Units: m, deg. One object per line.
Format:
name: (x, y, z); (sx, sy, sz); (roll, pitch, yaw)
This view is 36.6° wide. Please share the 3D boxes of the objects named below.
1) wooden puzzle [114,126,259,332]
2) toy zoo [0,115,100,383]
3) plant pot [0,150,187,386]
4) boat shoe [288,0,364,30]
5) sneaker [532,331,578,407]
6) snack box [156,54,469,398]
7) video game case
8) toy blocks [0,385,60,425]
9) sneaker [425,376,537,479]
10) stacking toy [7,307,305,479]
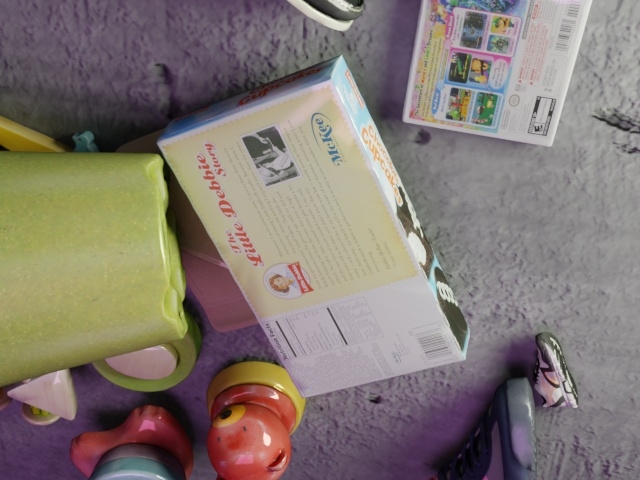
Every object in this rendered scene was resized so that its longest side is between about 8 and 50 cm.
wooden puzzle: (-0.072, -0.027, 1.011); (0.221, 0.044, 0.238); (-17, 116, 23)
toy zoo: (-0.325, -0.002, 1.050); (0.192, 0.030, 0.293); (34, 110, -8)
plant pot: (-0.262, 0.021, 0.913); (0.254, 0.276, 0.276); (-6, 125, -4)
boat shoe: (-0.034, -0.274, 0.794); (0.079, 0.084, 0.233); (-29, 112, 29)
sneaker: (0.250, 0.146, 1.061); (0.044, 0.040, 0.109); (-12, 121, 22)
snack box: (0.000, 0.000, 0.945); (0.187, 0.060, 0.322); (-17, 116, 22)
video game case: (0.155, -0.165, 0.871); (0.143, 0.019, 0.157); (11, 128, 5)
toy blocks: (-0.376, 0.151, 1.194); (0.123, 0.054, 0.148); (13, 126, 4)
sneaker: (0.181, 0.287, 1.133); (0.131, 0.112, 0.319); (4, 125, 6)
stacking toy: (-0.201, 0.226, 1.126); (0.309, 0.130, 0.279); (-35, 117, 21)
